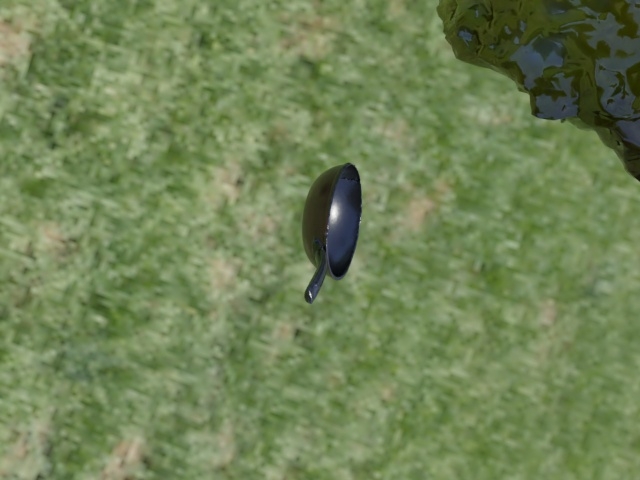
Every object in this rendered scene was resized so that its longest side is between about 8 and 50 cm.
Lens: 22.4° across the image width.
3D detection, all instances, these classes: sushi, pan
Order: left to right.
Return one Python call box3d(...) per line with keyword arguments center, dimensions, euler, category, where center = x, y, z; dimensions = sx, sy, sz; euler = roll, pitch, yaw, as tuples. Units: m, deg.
box3d(center=(-0.001, 0.000, 0.917), dimensions=(0.115, 0.023, 0.068), euler=(-63, 155, -56), category="pan")
box3d(center=(0.284, -0.178, 1.168), dimensions=(0.240, 0.396, 0.351), euler=(-57, -163, 20), category="sushi")
